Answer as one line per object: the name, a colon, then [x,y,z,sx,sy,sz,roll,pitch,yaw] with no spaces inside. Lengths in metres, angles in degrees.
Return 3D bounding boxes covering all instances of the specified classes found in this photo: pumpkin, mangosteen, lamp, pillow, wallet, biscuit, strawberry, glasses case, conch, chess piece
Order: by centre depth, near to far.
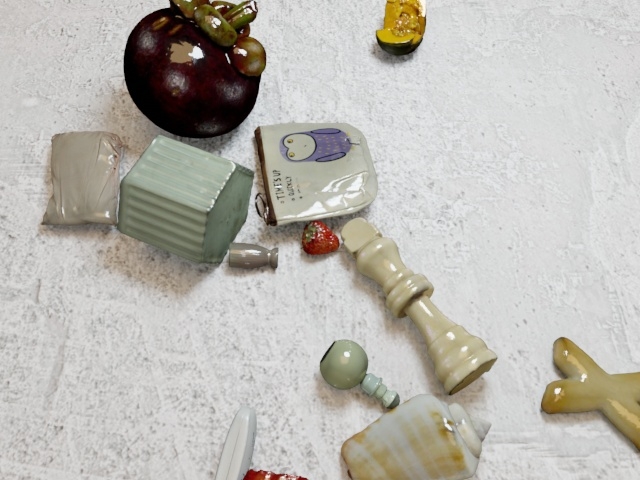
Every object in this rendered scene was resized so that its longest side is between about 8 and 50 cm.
glasses case: [-0.145,0.380,0.987,0.049,0.076,0.197,9,59,6]
conch: [0.167,0.341,0.989,0.255,0.127,0.158,-17,62,-11]
lamp: [0.077,0.252,1.071,0.163,0.091,0.091,37,64,3]
biscuit: [0.525,0.281,1.082,0.208,0.047,0.164,20,62,10]
chess piece: [0.169,0.106,1.137,0.117,0.117,0.397,-29,63,-17]
strawberry: [0.000,0.000,1.229,0.083,0.073,0.073,23,54,-31]
pillow: [-0.524,-0.135,1.285,0.173,0.067,0.270,-7,59,0]
mangosteen: [-0.264,-0.394,1.290,0.307,0.347,0.307,29,32,-21]
wallet: [-0.017,-0.162,1.296,0.275,0.068,0.335,-4,49,-9]
pumpkin: [0.214,-0.549,1.528,0.119,0.107,0.183,16,68,16]

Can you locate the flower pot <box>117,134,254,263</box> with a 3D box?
flower pot: [-0.264,-0.079,1.177,0.190,0.209,0.239,22,60,11]

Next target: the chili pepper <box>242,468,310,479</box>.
chili pepper: [-0.092,0.525,0.868,0.131,0.134,0.338,14,59,-13]

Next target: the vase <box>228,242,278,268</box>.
vase: [-0.137,0.033,1.206,0.101,0.053,0.053,4,59,-4]
